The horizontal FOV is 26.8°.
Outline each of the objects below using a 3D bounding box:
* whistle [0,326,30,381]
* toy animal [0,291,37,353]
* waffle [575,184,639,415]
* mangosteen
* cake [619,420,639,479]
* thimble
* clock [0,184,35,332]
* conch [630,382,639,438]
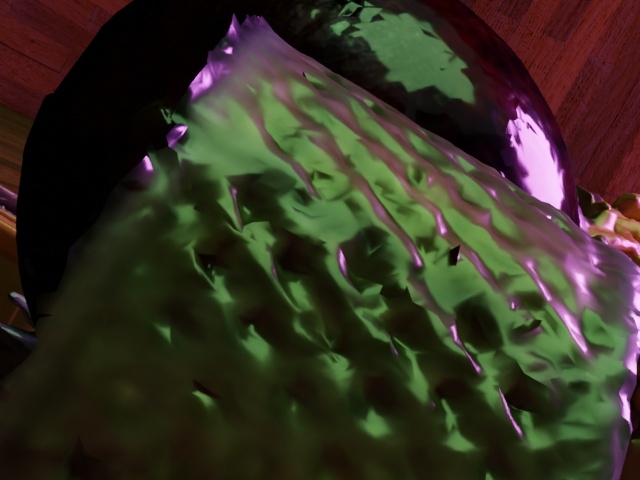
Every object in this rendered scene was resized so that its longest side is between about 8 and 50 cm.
[{"bbox_3d":[-0.151,0.106,0.702,0.258,0.067,0.126,33,14,-29],"label":"whistle"},{"bbox_3d":[-0.109,0.110,0.853,0.269,0.082,0.137,31,2,10],"label":"toy animal"},{"bbox_3d":[0.245,0.073,0.795,0.329,0.062,0.329,31,22,-14],"label":"waffle"},{"bbox_3d":[-0.011,-0.001,0.705,0.311,0.311,0.311,30,2,-1],"label":"mangosteen"},{"bbox_3d":[0.174,0.174,0.455,0.227,0.286,0.222,31,3,25],"label":"cake"},{"bbox_3d":[-0.025,0.077,0.438,0.150,0.271,0.271,31,2,-2],"label":"thimble"},{"bbox_3d":[-0.263,0.007,1.041,0.202,0.096,0.143,29,6,3],"label":"clock"},{"bbox_3d":[0.151,0.152,0.895,0.249,0.197,0.368,-10,37,-19],"label":"conch"}]
